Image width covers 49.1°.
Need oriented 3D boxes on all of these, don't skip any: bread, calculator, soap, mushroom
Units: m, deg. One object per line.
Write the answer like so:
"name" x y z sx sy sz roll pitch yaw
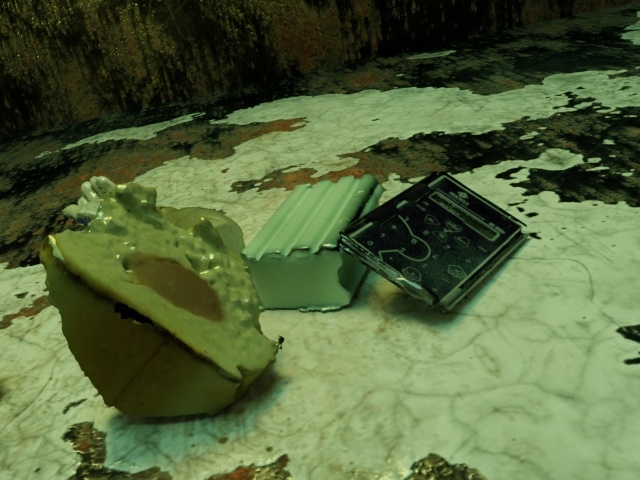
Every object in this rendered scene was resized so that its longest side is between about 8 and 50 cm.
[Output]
"bread" -0.146 0.067 0.751 0.211 0.224 0.183 3 31 12
"calculator" 0.155 -0.007 0.908 0.166 0.028 0.274 35 40 21
"soap" 0.000 0.000 0.986 0.150 0.094 0.261 -7 24 22
"mushroom" -0.186 0.000 1.062 0.096 0.108 0.247 23 1 -39

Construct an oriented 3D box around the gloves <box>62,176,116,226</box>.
"gloves" -0.400 -0.056 1.287 0.119 0.097 0.229 -19 28 -28
